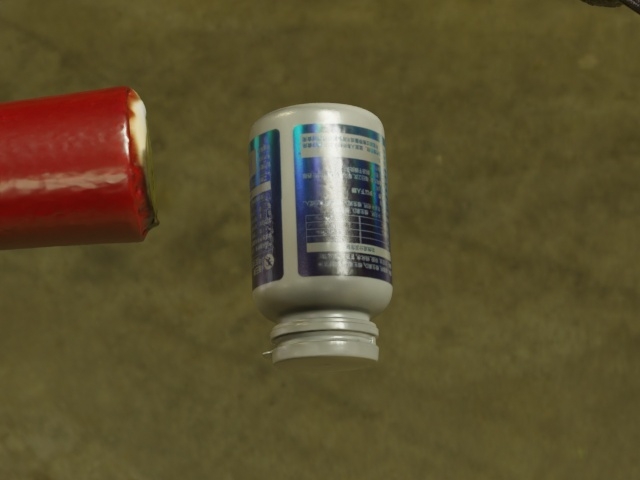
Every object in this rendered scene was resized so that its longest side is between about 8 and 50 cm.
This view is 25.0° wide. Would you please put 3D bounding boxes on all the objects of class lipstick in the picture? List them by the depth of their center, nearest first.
[{"bbox_3d":[-0.201,-0.026,0.697,0.241,0.080,0.080,-6,54,-3],"label":"lipstick"}]

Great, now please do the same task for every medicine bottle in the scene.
[{"bbox_3d":[0.000,0.000,1.100,0.107,0.107,0.191,-4,76,7],"label":"medicine bottle"}]

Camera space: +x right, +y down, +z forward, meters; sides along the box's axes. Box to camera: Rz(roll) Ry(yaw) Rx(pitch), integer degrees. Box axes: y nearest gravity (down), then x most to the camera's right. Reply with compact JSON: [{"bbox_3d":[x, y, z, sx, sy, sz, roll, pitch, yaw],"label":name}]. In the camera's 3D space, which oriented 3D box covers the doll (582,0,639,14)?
[{"bbox_3d":[0.135,-0.170,0.758,0.057,0.139,0.165,-49,40,-9],"label":"doll"}]
